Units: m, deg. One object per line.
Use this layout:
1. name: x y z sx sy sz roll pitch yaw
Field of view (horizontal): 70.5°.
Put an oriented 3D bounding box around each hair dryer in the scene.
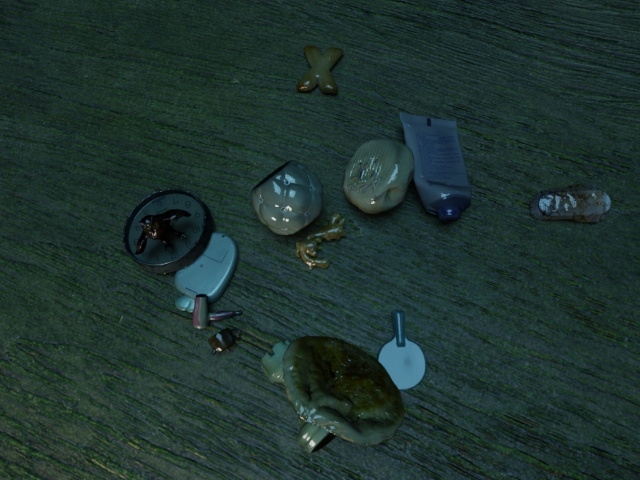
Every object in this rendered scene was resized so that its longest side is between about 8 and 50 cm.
1. hair dryer: -0.336 0.233 1.480 0.154 0.054 0.106 6 102 -15

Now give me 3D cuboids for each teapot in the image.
1. teapot: -0.303 0.322 1.443 0.121 0.076 0.068 -27 80 -36

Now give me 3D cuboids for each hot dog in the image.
1. hot dog: 0.836 -0.121 1.517 0.253 0.069 0.131 -2 80 6

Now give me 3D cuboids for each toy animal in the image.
1. toy animal: -0.520 -0.044 1.425 0.218 0.179 0.116 -38 65 -7

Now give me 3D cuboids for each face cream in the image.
1. face cream: 0.409 -0.258 1.558 0.235 0.137 0.420 2 66 -17

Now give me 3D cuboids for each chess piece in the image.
1. chess piece: -0.050 0.443 1.335 0.194 0.194 0.299 -39 64 -9

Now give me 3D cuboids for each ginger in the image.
1. ginger: 0.000 0.000 1.538 0.176 0.052 0.193 -3 72 -3

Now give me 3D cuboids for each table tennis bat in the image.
1. table tennis bat: 0.251 0.341 1.415 0.153 0.040 0.244 -2 75 2

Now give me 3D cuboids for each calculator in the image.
1. calculator: -0.392 0.106 1.534 0.184 0.042 0.295 23 74 11

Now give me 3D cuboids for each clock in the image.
1. clock: -0.529 -0.040 1.561 0.313 0.061 0.312 -4 64 9

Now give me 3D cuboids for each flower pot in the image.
1. flower pot: -0.105 -0.138 1.497 0.246 0.246 0.195 -38 105 -9

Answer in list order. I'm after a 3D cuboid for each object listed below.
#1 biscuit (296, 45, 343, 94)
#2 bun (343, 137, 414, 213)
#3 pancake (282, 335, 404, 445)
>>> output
1. biscuit: -0.002 -0.669 1.768 0.164 0.047 0.208 6 72 7
2. bun: 0.200 -0.214 1.529 0.273 0.168 0.273 -21 58 38
3. pancake: 0.065 0.391 1.244 0.387 0.387 0.082 30 111 13
